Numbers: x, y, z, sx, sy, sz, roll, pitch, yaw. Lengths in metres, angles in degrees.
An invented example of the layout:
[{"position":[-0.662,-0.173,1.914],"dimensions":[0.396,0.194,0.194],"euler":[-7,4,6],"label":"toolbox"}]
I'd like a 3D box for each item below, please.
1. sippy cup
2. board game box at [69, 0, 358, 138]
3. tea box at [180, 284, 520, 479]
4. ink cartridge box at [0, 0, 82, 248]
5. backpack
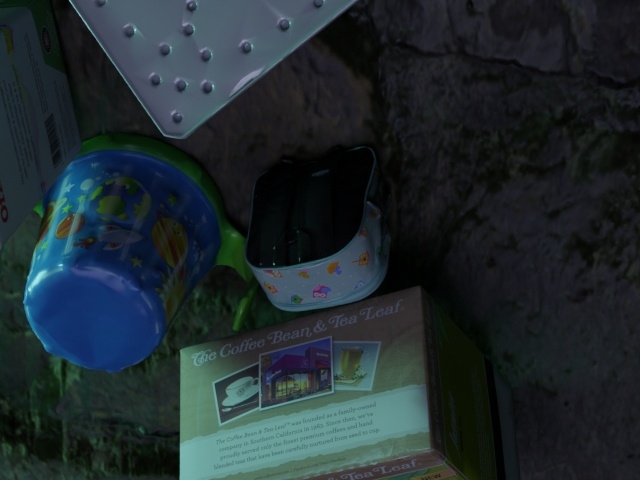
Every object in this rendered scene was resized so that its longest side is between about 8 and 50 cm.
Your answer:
[{"position":[-0.245,0.028,1.856],"dimensions":[0.305,0.224,0.240],"euler":[-13,124,19],"label":"sippy cup"},{"position":[-0.095,-0.360,1.470],"dimensions":[0.390,0.050,0.390],"euler":[-37,82,14],"label":"board game box"},{"position":[0.042,0.249,1.909],"dimensions":[0.329,0.220,0.323],"euler":[-16,145,22],"label":"tea box"},{"position":[-0.375,-0.133,1.704],"dimensions":[0.117,0.278,0.201],"euler":[-3,116,13],"label":"ink cartridge box"},{"position":[0.000,0.000,1.810],"dimensions":[0.166,0.188,0.144],"euler":[-10,124,16],"label":"backpack"}]
